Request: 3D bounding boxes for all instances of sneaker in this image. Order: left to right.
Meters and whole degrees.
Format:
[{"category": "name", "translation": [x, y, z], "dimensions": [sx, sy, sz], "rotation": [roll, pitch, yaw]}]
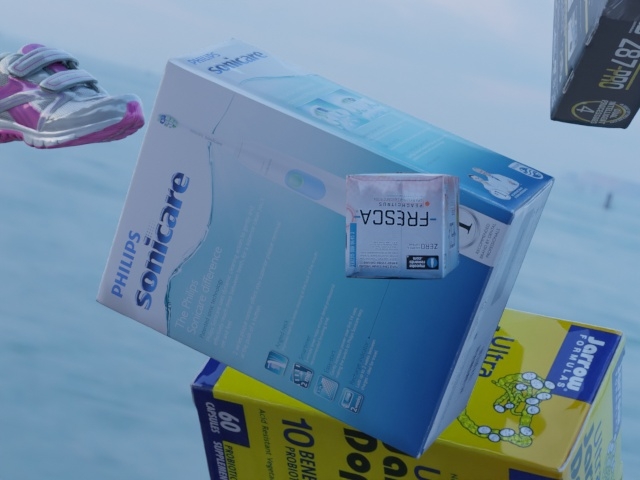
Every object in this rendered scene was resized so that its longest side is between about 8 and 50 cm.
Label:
[{"category": "sneaker", "translation": [-0.300, -0.160, 1.970], "dimensions": [0.252, 0.111, 0.103], "rotation": [5, 10, 34]}]

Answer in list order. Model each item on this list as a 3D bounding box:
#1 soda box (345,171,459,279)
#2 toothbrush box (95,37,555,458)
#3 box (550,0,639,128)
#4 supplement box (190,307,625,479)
[{"category": "soda box", "translation": [0.053, -0.010, 1.103], "dimensions": [0.058, 0.063, 0.183], "rotation": [0, 1, 8]}, {"category": "toothbrush box", "translation": [0.000, 0.000, 1.402], "dimensions": [0.296, 0.216, 0.126], "rotation": [23, 21, 14]}, {"category": "box", "translation": [0.301, -0.350, 1.768], "dimensions": [0.097, 0.394, 0.318], "rotation": [5, -19, -1]}, {"category": "supplement box", "translation": [0.087, 0.179, 1.673], "dimensions": [0.357, 0.194, 0.195], "rotation": [11, 41, 22]}]
